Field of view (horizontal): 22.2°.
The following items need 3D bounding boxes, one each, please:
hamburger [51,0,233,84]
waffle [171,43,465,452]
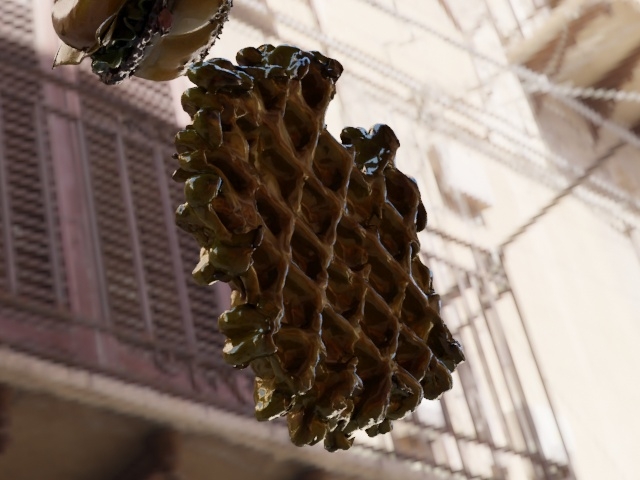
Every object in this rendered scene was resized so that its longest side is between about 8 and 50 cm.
[{"bbox_3d":[-0.106,-0.171,1.038,0.093,0.189,0.164,21,-87,-23],"label":"hamburger"},{"bbox_3d":[0.000,0.000,0.893,0.051,0.228,0.231,-15,0,28],"label":"waffle"}]
